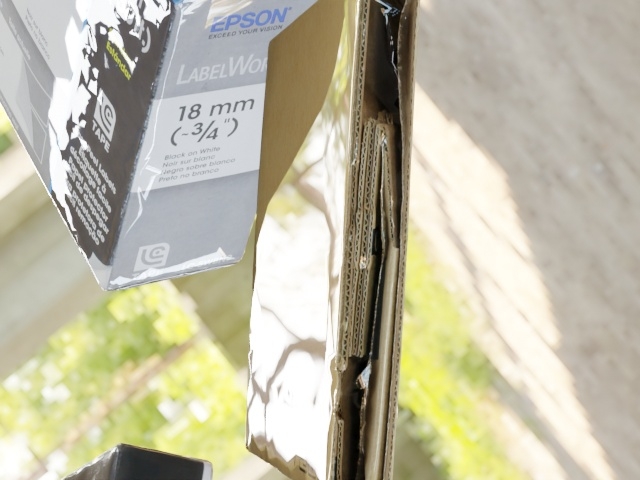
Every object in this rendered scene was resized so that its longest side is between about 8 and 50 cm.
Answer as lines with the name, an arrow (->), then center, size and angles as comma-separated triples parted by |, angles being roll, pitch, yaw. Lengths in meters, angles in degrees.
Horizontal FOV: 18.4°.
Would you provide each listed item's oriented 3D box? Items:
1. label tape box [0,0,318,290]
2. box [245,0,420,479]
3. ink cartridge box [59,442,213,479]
label tape box -> -0.100, -0.174, 1.147 | 0.240, 0.106, 0.333 | 57, 144, 34
box -> 0.000, 0.000, 0.677 | 0.201, 0.021, 0.164 | 173, 101, -81
ink cartridge box -> -0.167, 0.245, 1.136 | 0.069, 0.176, 0.371 | 15, 155, -21
